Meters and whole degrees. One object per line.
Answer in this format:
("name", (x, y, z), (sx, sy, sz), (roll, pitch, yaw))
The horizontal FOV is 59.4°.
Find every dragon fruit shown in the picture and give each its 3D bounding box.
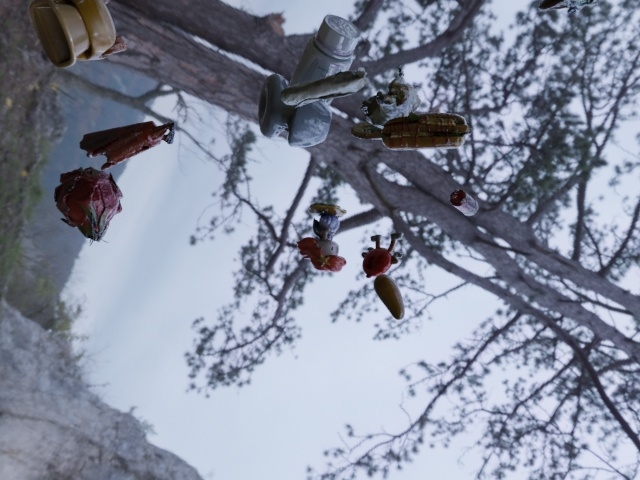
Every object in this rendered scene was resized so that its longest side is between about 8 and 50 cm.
("dragon fruit", (-0.787, -0.121, 1.942), (0.233, 0.293, 0.234), (-26, 175, -2))

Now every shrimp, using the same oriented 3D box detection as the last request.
("shrimp", (0.211, -0.396, 2.073), (0.216, 0.051, 0.115), (13, -132, 22))

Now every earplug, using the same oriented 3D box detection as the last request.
("earplug", (-0.102, -0.420, 1.846), (0.325, 0.174, 0.214), (34, -57, 35))

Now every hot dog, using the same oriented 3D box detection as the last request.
("hot dog", (0.287, -0.301, 1.533), (0.249, 0.076, 0.105), (4, -99, 25))

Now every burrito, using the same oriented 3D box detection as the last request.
("burrito", (0.015, -0.389, 1.434), (0.225, 0.061, 0.087), (-10, -169, 17))

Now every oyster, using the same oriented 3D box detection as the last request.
("oyster", (0.227, -0.421, 1.701), (0.197, 0.133, 0.337), (-20, 174, 1))

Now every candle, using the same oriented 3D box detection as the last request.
("candle", (-0.396, -0.207, 1.155), (0.301, 0.084, 0.059), (-8, -156, 37))
("candle", (0.389, -0.107, 1.532), (0.051, 0.130, 0.052), (-10, -110, 31))

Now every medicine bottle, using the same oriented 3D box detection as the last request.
("medicine bottle", (0.015, -0.615, 1.938), (0.170, 0.170, 0.293), (-80, -165, -45))

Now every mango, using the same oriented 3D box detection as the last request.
("mango", (0.262, 0.208, 2.073), (0.084, 0.184, 0.102), (-32, 164, 7))

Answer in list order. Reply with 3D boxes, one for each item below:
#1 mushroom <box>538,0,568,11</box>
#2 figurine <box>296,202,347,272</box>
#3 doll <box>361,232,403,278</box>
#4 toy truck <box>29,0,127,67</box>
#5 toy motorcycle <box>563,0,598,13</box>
("mushroom", (0.807, -0.814, 1.913), (0.123, 0.123, 0.052), (-153, -124, -68))
("figurine", (0.008, 0.002, 2.215), (0.181, 0.208, 0.257), (89, 7, -74))
("doll", (0.244, 0.068, 2.251), (0.183, 0.085, 0.217), (-4, -129, 37))
("toy truck", (-0.726, -0.643, 1.694), (0.211, 0.205, 0.287), (-31, -150, -32))
("toy motorcycle", (0.689, -0.661, 1.478), (0.106, 0.190, 0.074), (-23, -101, 36))
